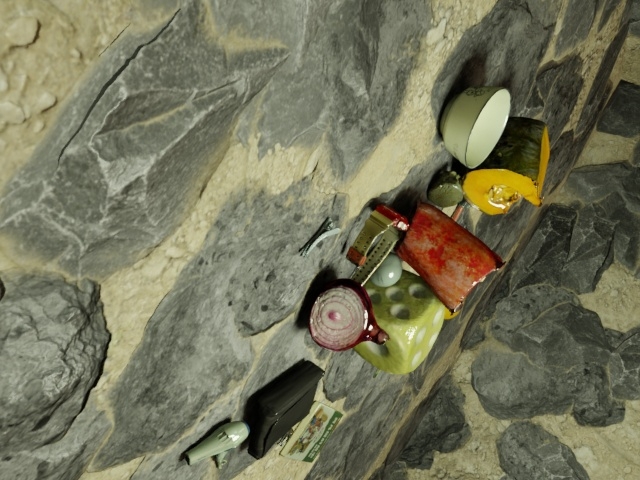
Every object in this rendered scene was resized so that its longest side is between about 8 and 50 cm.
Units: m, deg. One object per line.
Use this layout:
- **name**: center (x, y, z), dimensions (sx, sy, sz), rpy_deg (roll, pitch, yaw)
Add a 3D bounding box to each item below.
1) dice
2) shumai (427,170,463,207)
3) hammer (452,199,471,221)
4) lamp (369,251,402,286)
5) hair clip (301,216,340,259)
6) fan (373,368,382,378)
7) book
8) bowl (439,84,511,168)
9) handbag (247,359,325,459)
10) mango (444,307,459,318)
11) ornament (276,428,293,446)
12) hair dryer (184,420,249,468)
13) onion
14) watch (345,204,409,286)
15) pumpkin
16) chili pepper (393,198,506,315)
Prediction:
- **dice**: center (0.228, 0.244, 1.763), dimensions (0.233, 0.226, 0.238), rpy_deg (-42, 146, -34)
- **shumai**: center (0.389, -0.166, 1.792), dimensions (0.124, 0.099, 0.087), rpy_deg (-46, -157, 56)
- **hammer**: center (0.451, -0.030, 2.066), dimensions (0.288, 0.033, 0.111), rpy_deg (-60, 153, 2)
- **lamp**: center (0.183, 0.082, 1.665), dimensions (0.105, 0.105, 0.105), rpy_deg (-39, 145, -34)
- **hair clip**: center (0.000, -0.001, 1.361), dimensions (0.115, 0.039, 0.030), rpy_deg (-48, 144, -17)
- **fan**: center (0.222, 0.512, 2.236), dimensions (0.060, 0.003, 0.080), rpy_deg (-44, 148, -26)
- **book**: center (-0.023, 0.644, 1.938), dimensions (0.202, 0.027, 0.264), rpy_deg (-55, 151, -10)
- **bowl**: center (0.422, -0.334, 1.633), dimensions (0.238, 0.126, 0.238), rpy_deg (-40, 146, -34)
- **handbag**: center (-0.101, 0.461, 1.598), dimensions (0.247, 0.080, 0.223), rpy_deg (-29, 147, -47)
- **mango**: center (0.520, 0.180, 2.286), dimensions (0.176, 0.119, 0.317), rpy_deg (-2, 113, -49)
- **ornament**: center (-0.092, 0.566, 1.756), dimensions (0.125, 0.028, 0.073), rpy_deg (-52, 150, -10)
- **hair dryer**: center (-0.274, 0.529, 1.425), dimensions (0.167, 0.067, 0.199), rpy_deg (-5, 136, -46)
- **onion**: center (0.082, 0.203, 1.497), dimensions (0.140, 0.218, 0.195), rpy_deg (-11, 123, -80)
- **watch**: center (0.129, 0.030, 1.550), dimensions (0.268, 0.102, 0.165), rpy_deg (-54, 155, 0)
- **pumpkin**: center (0.573, -0.231, 1.819), dimensions (0.256, 0.303, 0.225), rpy_deg (39, 61, -25)
- **chili pepper**: center (0.335, 0.046, 1.644), dimensions (0.229, 0.305, 0.251), rpy_deg (-56, 170, 23)
